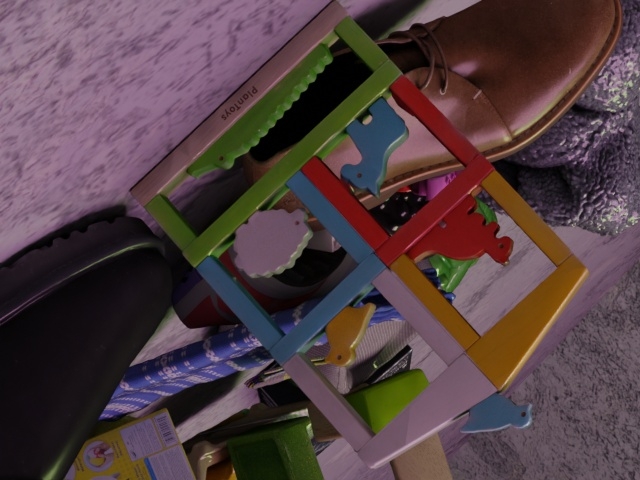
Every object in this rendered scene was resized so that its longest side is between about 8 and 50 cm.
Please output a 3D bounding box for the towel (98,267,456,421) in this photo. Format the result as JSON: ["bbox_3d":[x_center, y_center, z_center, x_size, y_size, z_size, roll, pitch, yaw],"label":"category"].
[{"bbox_3d":[-0.077,0.096,1.526,0.336,0.040,0.243,-21,175,19],"label":"towel"}]

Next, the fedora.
[{"bbox_3d":[0.026,0.058,1.815,0.243,0.124,0.275,-37,167,-21],"label":"fedora"}]

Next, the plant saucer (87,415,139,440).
[{"bbox_3d":[-0.234,0.228,1.775,0.188,0.045,0.188,-39,167,-13],"label":"plant saucer"}]

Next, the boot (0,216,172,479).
[{"bbox_3d":[-0.117,0.239,1.225,0.367,0.445,0.146,-34,166,-32],"label":"boot"}]

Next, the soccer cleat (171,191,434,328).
[{"bbox_3d":[0.000,0.000,1.618,0.116,0.109,0.318,-35,172,33],"label":"soccer cleat"}]

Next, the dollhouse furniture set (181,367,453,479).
[{"bbox_3d":[-0.030,0.241,1.915,0.197,0.151,0.301,-20,-179,-38],"label":"dollhouse furniture set"}]

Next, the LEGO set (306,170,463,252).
[{"bbox_3d":[0.056,-0.058,1.516,0.227,0.093,0.087,-28,122,-55],"label":"LEGO set"}]

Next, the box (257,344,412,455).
[{"bbox_3d":[0.017,0.153,2.192,0.156,0.093,0.158,-40,169,-8],"label":"box"}]

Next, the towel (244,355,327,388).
[{"bbox_3d":[-0.026,0.106,1.580,0.060,0.009,0.083,-14,174,-14],"label":"towel"}]

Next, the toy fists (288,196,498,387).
[{"bbox_3d":[0.072,0.053,2.012,0.279,0.096,0.142,-45,167,18],"label":"toy fists"}]

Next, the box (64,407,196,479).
[{"bbox_3d":[-0.194,0.224,1.660,0.179,0.105,0.043,-21,173,-13],"label":"box"}]

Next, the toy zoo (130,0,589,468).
[{"bbox_3d":[0.038,0.011,1.289,0.192,0.293,0.030,-43,168,3],"label":"toy zoo"}]

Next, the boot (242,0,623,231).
[{"bbox_3d":[0.082,-0.113,1.400,0.305,0.112,0.115,-30,156,-3],"label":"boot"}]

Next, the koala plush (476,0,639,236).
[{"bbox_3d":[0.218,-0.137,1.646,0.196,0.203,0.221,-32,152,-44],"label":"koala plush"}]
